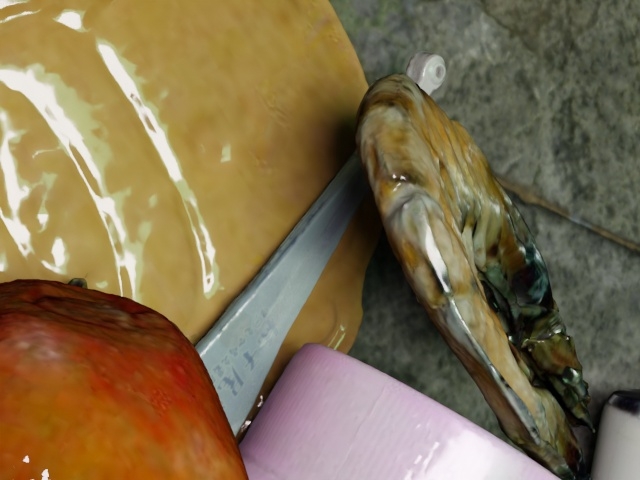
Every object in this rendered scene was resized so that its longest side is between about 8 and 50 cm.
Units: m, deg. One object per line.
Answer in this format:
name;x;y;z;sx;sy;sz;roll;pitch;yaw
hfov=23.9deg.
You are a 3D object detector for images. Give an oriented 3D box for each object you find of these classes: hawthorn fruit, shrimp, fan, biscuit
hawthorn fruit;-0.129;0.118;0.721;0.224;0.224;0.261;46;31;-23
shrimp;0.106;0.055;0.880;0.071;0.233;0.365;-24;138;11
fan;0.000;0.000;0.891;0.057;0.023;0.282;46;68;-26
biscuit;-0.106;-0.019;0.870;0.351;0.057;0.312;-43;110;-22

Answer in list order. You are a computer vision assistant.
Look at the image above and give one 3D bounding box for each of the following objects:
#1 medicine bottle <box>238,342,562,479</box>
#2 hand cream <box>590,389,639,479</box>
medicine bottle;-0.008;0.236;0.833;0.202;0.202;0.316;36;79;-26
hand cream;0.230;0.278;1.045;0.185;0.118;0.359;2;100;-31
